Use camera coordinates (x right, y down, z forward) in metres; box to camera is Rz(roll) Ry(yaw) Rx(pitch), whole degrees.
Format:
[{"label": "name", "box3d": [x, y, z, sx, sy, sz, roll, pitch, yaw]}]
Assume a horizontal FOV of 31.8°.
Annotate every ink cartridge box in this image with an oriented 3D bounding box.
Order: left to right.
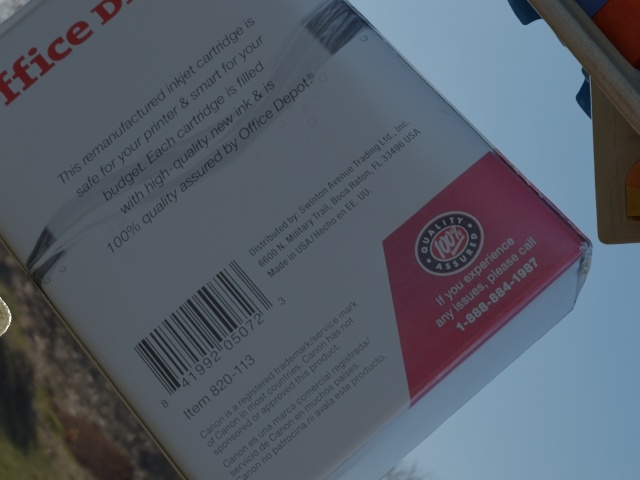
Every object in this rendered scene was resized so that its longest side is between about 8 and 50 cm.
[{"label": "ink cartridge box", "box3d": [-0.036, -0.018, 0.576, 0.283, 0.207, 0.117, 48, -3, 19]}]

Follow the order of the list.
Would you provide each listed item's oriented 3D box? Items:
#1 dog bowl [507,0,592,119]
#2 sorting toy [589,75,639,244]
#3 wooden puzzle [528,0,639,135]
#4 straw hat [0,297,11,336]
[{"label": "dog bowl", "box3d": [0.318, -0.217, 1.200, 0.297, 0.074, 0.166, 47, -16, -24]}, {"label": "sorting toy", "box3d": [0.345, -0.098, 1.027, 0.208, 0.038, 0.193, -5, -96, 34]}, {"label": "wooden puzzle", "box3d": [0.303, -0.104, 0.831, 0.322, 0.080, 0.348, 4, 52, -50]}, {"label": "straw hat", "box3d": [-0.285, 0.070, 0.771, 0.144, 0.144, 0.061, 40, -58, 50]}]
